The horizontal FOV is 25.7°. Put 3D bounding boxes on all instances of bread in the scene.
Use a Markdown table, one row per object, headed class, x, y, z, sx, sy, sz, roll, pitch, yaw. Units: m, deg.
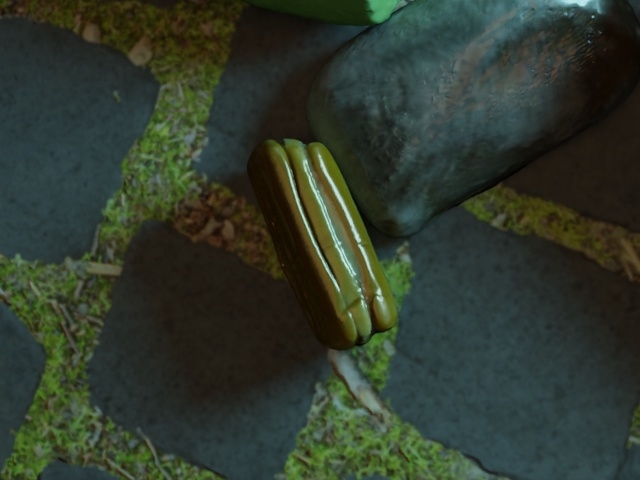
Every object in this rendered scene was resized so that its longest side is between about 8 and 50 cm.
| class | x | y | z | sx | sy | sz | roll | pitch | yaw |
| --- | --- | --- | --- | --- | --- | --- | --- | --- | --- |
| bread | 0.000 | 0.000 | 1.249 | 0.077 | 0.116 | 0.200 | -23 | 87 | -7 |

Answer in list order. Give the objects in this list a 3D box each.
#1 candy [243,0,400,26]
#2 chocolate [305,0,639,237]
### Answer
| class | x | y | z | sx | sy | sz | roll | pitch | yaw |
| --- | --- | --- | --- | --- | --- | --- | --- | --- | --- |
| candy | -0.076 | -0.291 | 1.246 | 0.344 | 0.132 | 0.142 | 16 | 77 | 14 |
| chocolate | 0.131 | -0.142 | 1.232 | 0.303 | 0.100 | 0.185 | -33 | 87 | 13 |
